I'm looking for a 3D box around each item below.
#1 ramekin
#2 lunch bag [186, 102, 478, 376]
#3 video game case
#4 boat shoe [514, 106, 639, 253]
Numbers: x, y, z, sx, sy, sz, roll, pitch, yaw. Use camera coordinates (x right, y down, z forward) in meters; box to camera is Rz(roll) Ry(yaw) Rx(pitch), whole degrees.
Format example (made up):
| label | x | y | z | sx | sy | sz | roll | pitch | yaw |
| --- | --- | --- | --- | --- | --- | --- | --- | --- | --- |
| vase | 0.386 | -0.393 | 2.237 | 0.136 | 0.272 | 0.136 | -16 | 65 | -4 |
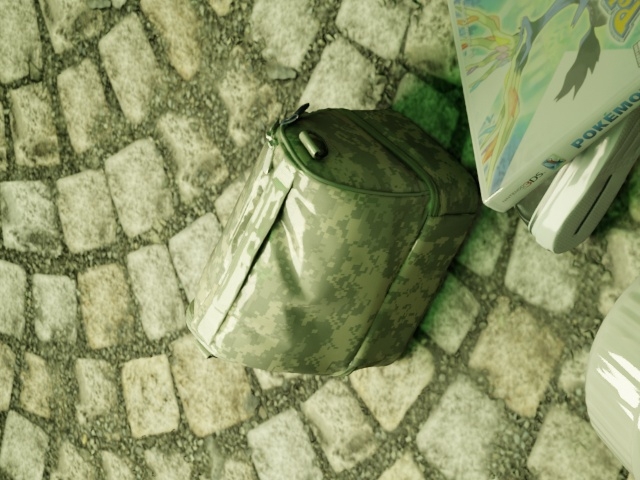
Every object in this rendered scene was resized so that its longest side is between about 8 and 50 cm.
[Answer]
| label | x | y | z | sx | sy | sz | roll | pitch | yaw |
| --- | --- | --- | --- | --- | --- | --- | --- | --- | --- |
| ramekin | 0.374 | 0.125 | 1.611 | 0.127 | 0.273 | 0.273 | 40 | 121 | 46 |
| lunch bag | 0.000 | 0.000 | 1.920 | 0.212 | 0.256 | 0.305 | 44 | 122 | 28 |
| video game case | 0.251 | -0.237 | 1.716 | 0.300 | 0.036 | 0.329 | -41 | 41 | 37 |
| boat shoe | 0.284 | -0.138 | 1.739 | 0.119 | 0.121 | 0.335 | 45 | 124 | 23 |
